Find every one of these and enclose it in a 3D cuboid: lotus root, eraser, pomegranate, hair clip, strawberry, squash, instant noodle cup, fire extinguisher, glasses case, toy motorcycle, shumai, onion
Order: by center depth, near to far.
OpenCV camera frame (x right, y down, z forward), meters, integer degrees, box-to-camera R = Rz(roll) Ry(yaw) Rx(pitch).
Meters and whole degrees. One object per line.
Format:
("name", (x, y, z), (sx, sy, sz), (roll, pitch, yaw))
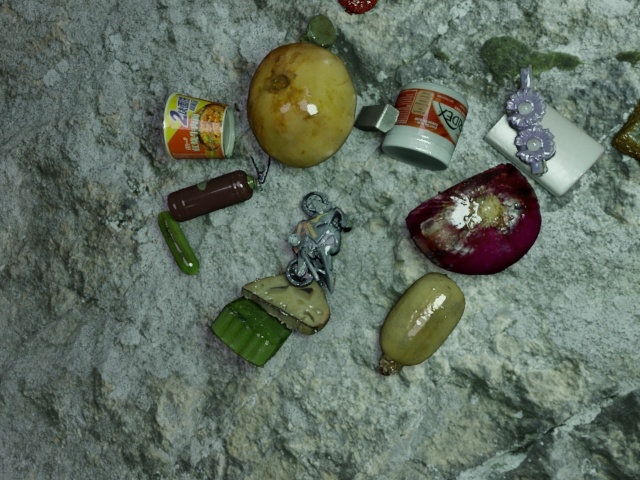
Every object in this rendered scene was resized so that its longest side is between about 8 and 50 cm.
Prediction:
("hair clip", (0.560, -0.313, 1.167), (0.106, 0.084, 0.292), (-9, 97, 34))
("onion", (0.417, -0.032, 1.173), (0.336, 0.282, 0.260), (-26, 86, -6))
("eraser", (0.626, -0.274, 1.232), (0.270, 0.095, 0.174), (42, 99, 10))
("lotus root", (0.271, 0.244, 1.236), (0.169, 0.151, 0.343), (38, 91, 9))
("glasses case", (0.157, -0.349, 1.255), (0.047, 0.205, 0.071), (26, 98, -19))
("pomegranate", (-0.043, -0.378, 1.256), (0.338, 0.338, 0.338), (0, 88, 9))
("toy motorcycle", (0.000, 0.000, 1.301), (0.173, 0.108, 0.307), (9, 76, 11))
("lotus root", (-0.084, 0.171, 1.305), (0.260, 0.074, 0.170), (35, 60, 12))
("strawberry", (0.117, -0.774, 1.339), (0.145, 0.086, 0.145), (0, 89, 10))
("instant noodle cup", (-0.362, -0.341, 1.347), (0.174, 0.213, 0.213), (6, 89, 0))
("shumai", (-0.014, -0.636, 1.362), (0.087, 0.124, 0.099), (-14, 108, 46))
("fire extinguisher", (-0.306, -0.171, 1.371), (0.344, 0.102, 0.138), (-18, 83, 8))
("squash", (-0.459, 0.010, 1.408), (0.066, 0.066, 0.229), (-29, 83, 7))

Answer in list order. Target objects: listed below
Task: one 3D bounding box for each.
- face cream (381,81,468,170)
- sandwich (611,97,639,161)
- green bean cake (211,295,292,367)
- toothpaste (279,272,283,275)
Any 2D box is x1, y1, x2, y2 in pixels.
("face cream", (0.294, -0.319, 1.231), (0.201, 0.201, 0.187), (19, 90, 9))
("sandwich", (0.987, -0.324, 1.175), (0.271, 0.099, 0.301), (31, 92, 9))
("green bean cake", (-0.201, 0.260, 1.281), (0.200, 0.214, 0.113), (35, 97, 9))
("toothpaste", (-0.085, 0.193, 1.358), (0.048, 0.031, 0.190), (-37, 80, 9))
